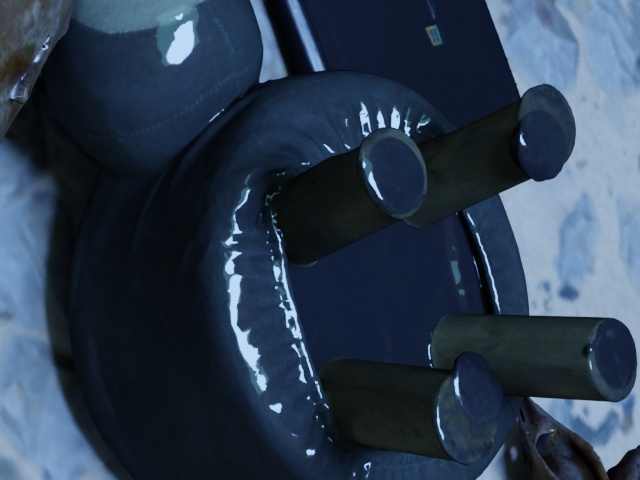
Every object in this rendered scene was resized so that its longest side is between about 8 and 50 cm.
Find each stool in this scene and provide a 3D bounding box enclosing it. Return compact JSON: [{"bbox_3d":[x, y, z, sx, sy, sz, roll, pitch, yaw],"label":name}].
[{"bbox_3d":[-0.004,0.006,0.646,0.228,0.139,0.153,40,55,-32],"label":"stool"}]

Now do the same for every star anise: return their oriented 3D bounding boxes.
[{"bbox_3d":[0.106,0.135,0.781,0.124,0.056,0.129,24,63,-10],"label":"star anise"}]

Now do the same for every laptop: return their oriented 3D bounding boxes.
[{"bbox_3d":[0.023,-0.115,0.799,0.135,0.016,0.197,-23,95,-48],"label":"laptop"}]

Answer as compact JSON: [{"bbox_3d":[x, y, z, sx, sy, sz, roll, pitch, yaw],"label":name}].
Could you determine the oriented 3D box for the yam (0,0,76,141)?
[{"bbox_3d":[-0.125,-0.108,0.571,0.128,0.129,0.238,48,51,-37],"label":"yam"}]

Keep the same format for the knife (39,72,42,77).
[{"bbox_3d":[-0.106,-0.066,0.660,0.091,0.005,0.014,24,67,-40],"label":"knife"}]
